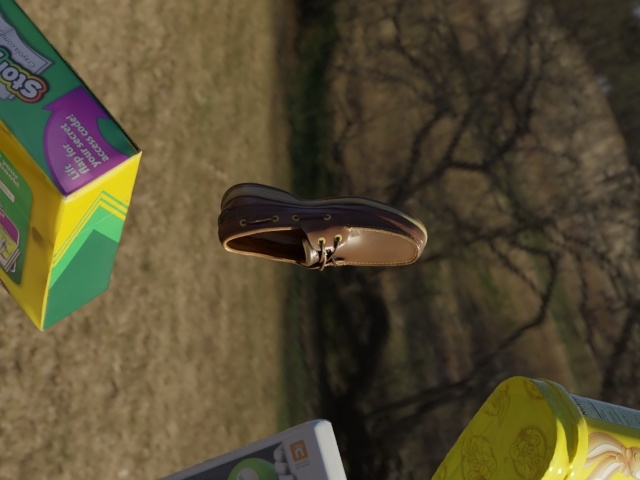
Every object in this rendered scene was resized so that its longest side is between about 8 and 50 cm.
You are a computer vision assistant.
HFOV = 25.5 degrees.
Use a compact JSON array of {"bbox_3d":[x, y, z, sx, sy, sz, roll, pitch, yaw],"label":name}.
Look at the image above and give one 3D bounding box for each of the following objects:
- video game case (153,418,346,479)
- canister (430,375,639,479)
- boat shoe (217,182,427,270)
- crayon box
[{"bbox_3d":[-0.049,0.218,0.854,0.022,0.190,0.173,4,65,-54],"label":"video game case"},{"bbox_3d":[0.165,0.154,0.855,0.170,0.126,0.073,15,29,-31],"label":"canister"},{"bbox_3d":[0.000,0.000,1.188,0.060,0.178,0.064,-80,178,-46],"label":"boat shoe"},{"bbox_3d":[-0.349,-0.124,1.472,0.363,0.106,0.313,49,-29,12],"label":"crayon box"}]
